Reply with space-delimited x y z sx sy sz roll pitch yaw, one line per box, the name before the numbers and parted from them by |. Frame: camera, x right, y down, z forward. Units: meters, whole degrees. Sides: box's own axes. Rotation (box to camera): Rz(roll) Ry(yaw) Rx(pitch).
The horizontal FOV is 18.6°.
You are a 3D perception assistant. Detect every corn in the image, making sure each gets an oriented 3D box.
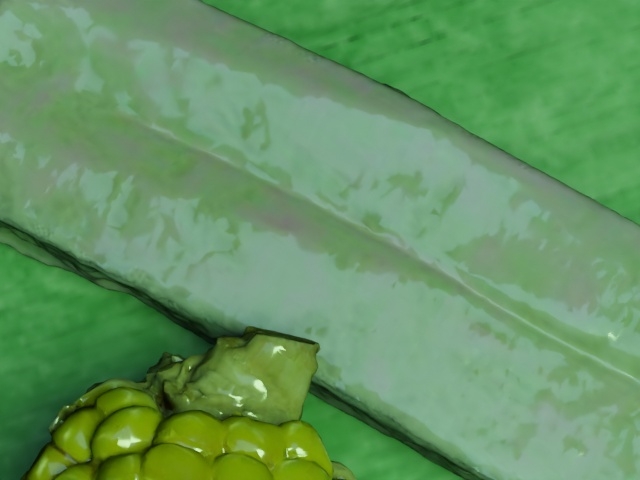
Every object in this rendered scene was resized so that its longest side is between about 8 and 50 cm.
corn | -0.073 0.173 0.566 0.119 0.119 0.322 23 85 12

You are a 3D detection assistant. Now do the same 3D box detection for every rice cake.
rice cake | 0.002 -0.001 0.643 0.298 0.050 0.106 27 79 13
